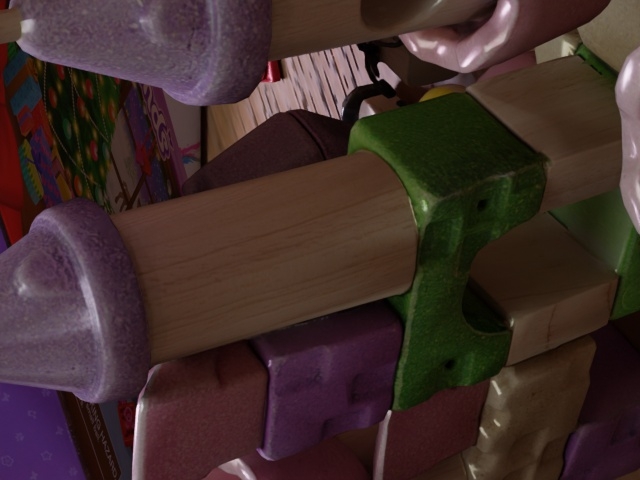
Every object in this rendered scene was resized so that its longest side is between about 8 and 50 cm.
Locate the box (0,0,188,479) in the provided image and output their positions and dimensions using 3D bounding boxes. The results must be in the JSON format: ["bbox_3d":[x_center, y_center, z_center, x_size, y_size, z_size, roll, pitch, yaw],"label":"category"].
[{"bbox_3d":[-0.091,0.019,0.644,0.201,0.057,0.293,-77,-25,-63],"label":"box"}]

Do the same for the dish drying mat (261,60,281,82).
[{"bbox_3d":[-0.035,-0.113,0.805,0.032,0.008,0.083,7,111,63],"label":"dish drying mat"}]

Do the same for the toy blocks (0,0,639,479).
[{"bbox_3d":[0.000,0.000,0.513,0.309,0.260,0.288,50,146,39],"label":"toy blocks"}]

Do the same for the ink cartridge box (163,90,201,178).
[{"bbox_3d":[-0.120,-0.066,0.926,0.127,0.072,0.175,43,140,46],"label":"ink cartridge box"}]
